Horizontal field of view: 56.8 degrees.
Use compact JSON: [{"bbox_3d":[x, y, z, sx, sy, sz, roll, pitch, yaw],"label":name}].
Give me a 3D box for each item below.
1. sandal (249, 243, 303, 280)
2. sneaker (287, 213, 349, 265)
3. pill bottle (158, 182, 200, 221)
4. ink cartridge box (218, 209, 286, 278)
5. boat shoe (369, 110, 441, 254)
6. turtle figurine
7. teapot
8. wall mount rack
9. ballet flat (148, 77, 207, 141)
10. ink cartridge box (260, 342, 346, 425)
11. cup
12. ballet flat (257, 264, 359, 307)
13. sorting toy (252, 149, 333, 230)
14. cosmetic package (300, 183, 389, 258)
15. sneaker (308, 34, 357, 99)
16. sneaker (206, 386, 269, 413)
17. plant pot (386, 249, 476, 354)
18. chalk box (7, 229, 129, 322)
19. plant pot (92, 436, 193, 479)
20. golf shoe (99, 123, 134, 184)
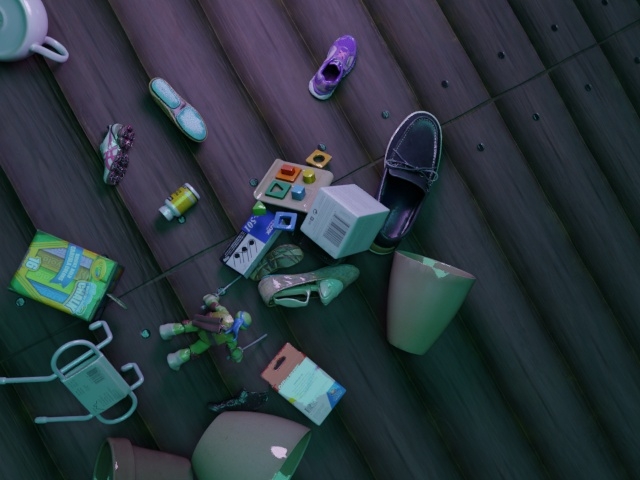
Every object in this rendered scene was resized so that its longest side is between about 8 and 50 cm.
[{"bbox_3d":[-0.138,0.066,1.812,0.180,0.049,0.072,-28,84,0],"label":"sandal"},{"bbox_3d":[0.000,0.000,1.833,0.228,0.130,0.087,34,101,23],"label":"sneaker"},{"bbox_3d":[-0.421,-0.111,1.759,0.116,0.065,0.065,-43,93,-14],"label":"pill bottle"},{"bbox_3d":[-0.204,0.004,1.784,0.097,0.046,0.207,30,76,20],"label":"ink cartridge box"},{"bbox_3d":[0.274,-0.192,1.877,0.187,0.156,0.499,25,77,-6],"label":"boat shoe"},{"bbox_3d":[-0.307,0.266,1.721,0.267,0.274,0.197,-20,111,6],"label":"turtle figurine"},{"bbox_3d":[-0.872,-0.627,1.671,0.253,0.187,0.255,-2,110,6],"label":"teapot"},{"bbox_3d":[-0.653,0.378,1.568,0.304,0.130,0.349,-33,135,-17],"label":"wall mount rack"},{"bbox_3d":[-0.429,-0.390,1.790,0.080,0.073,0.232,-42,99,-22],"label":"ballet flat"},{"bbox_3d":[-0.057,0.424,1.766,0.231,0.078,0.134,41,76,-5],"label":"ink cartridge box"},{"bbox_3d":[-0.209,0.603,1.615,0.237,0.331,0.331,28,77,14],"label":"cup"},{"bbox_3d":[-0.027,0.150,1.787,0.316,0.107,0.106,-9,45,-6],"label":"ballet flat"},{"bbox_3d":[-0.080,-0.175,1.786,0.196,0.047,0.347,17,53,15],"label":"sorting toy"},{"bbox_3d":[0.073,-0.060,1.725,0.151,0.184,0.151,40,117,24],"label":"cosmetic package"},{"bbox_3d":[0.053,-0.566,1.899,0.095,0.104,0.236,31,77,-6],"label":"sneaker"},{"bbox_3d":[-0.242,0.470,1.737,0.170,0.051,0.089,17,80,-15],"label":"sneaker"},{"bbox_3d":[0.306,0.198,1.809,0.257,0.256,0.273,17,97,-10],"label":"plant pot"},{"bbox_3d":[-0.656,0.113,1.623,0.289,0.180,0.179,24,79,-10],"label":"chalk box"},{"bbox_3d":[-0.469,0.659,1.578,0.230,0.263,0.262,10,81,-28],"label":"plant pot"},{"bbox_3d":[-0.610,-0.253,1.743,0.086,0.067,0.185,9,81,16],"label":"golf shoe"}]
